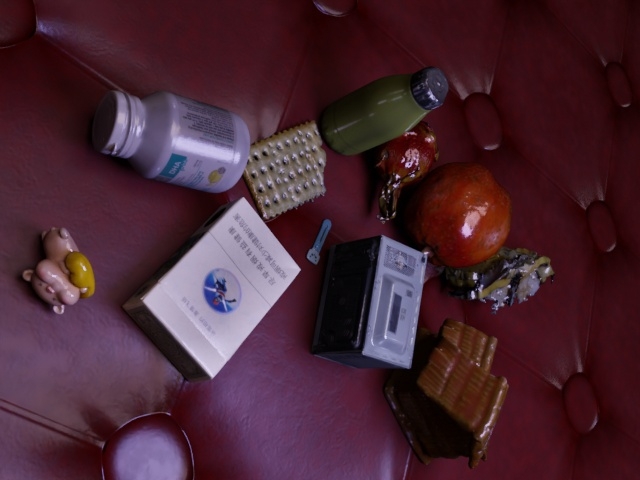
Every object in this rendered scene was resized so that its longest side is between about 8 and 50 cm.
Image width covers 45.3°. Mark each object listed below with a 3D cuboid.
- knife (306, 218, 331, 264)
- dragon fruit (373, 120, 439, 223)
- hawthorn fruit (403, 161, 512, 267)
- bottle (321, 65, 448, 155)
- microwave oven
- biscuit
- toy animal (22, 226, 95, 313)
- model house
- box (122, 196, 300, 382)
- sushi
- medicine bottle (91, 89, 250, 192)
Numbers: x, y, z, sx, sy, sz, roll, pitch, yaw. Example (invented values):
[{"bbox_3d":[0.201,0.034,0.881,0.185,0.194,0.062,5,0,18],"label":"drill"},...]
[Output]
[{"bbox_3d":[0.000,0.000,1.399,0.027,0.010,0.096,39,56,-26],"label":"knife"},{"bbox_3d":[0.155,-0.136,1.497,0.125,0.125,0.246,36,64,-31],"label":"dragon fruit"},{"bbox_3d":[0.259,-0.033,1.509,0.205,0.205,0.253,49,59,-19],"label":"hawthorn fruit"},{"bbox_3d":[0.118,-0.239,1.396,0.112,0.260,0.112,12,71,-38],"label":"bottle"},{"bbox_3d":[0.084,0.110,1.343,0.122,0.162,0.208,22,69,-33],"label":"microwave oven"},{"bbox_3d":[-0.057,-0.127,1.383,0.203,0.016,0.144,-26,95,-40],"label":"biscuit"},{"bbox_3d":[-0.359,0.041,1.042,0.082,0.091,0.114,-28,98,-27],"label":"toy animal"},{"bbox_3d":[0.253,0.277,1.398,0.199,0.229,0.219,-46,109,-32],"label":"model house"},{"bbox_3d":[-0.162,0.074,1.205,0.164,0.069,0.256,52,51,-16],"label":"box"},{"bbox_3d":[0.371,0.071,1.632,0.291,0.139,0.131,-14,107,-40],"label":"sushi"},{"bbox_3d":[-0.228,-0.155,1.167,0.215,0.135,0.135,11,71,-38],"label":"medicine bottle"}]
